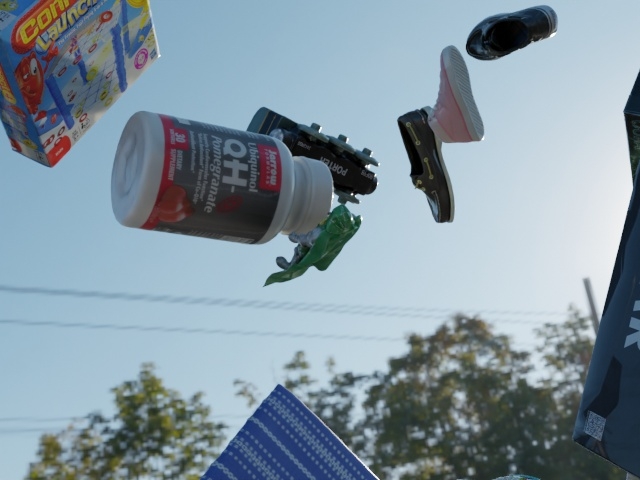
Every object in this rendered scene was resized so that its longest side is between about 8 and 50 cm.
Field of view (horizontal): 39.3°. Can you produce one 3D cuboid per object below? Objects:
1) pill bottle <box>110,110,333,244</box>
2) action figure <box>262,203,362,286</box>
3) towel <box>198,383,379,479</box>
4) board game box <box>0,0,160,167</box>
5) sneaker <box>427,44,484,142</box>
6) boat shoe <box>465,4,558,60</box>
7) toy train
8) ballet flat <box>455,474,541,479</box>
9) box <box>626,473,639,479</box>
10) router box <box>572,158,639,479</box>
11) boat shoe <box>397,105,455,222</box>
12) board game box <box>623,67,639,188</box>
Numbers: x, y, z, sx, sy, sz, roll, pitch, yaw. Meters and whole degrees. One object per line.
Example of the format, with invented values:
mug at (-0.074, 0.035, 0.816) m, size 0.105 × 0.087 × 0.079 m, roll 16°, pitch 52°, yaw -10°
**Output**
pill bottle at (-0.148, -0.087, 1.394) m, size 0.318 × 0.176 × 0.176 m, roll 8°, pitch -30°, yaw -29°
action figure at (0.000, 0.000, 1.286) m, size 0.137 × 0.064 × 0.232 m, roll -28°, pitch -7°, yaw -26°
towel at (-0.041, 0.325, 0.875) m, size 0.040 × 0.243 × 0.336 m, roll -41°, pitch 3°, yaw 39°
board game box at (-0.397, -0.324, 1.422) m, size 0.086 × 0.308 × 0.302 m, roll 26°, pitch -29°, yaw 16°
sneaker at (0.169, -0.190, 1.205) m, size 0.070 × 0.134 × 0.051 m, roll -8°, pitch 23°, yaw 35°
boat shoe at (0.198, -0.224, 0.979) m, size 0.040 × 0.049 × 0.142 m, roll -25°, pitch 9°, yaw -25°
toy train at (-0.015, -0.189, 2.000) m, size 0.334 × 0.190 × 0.142 m, roll 20°, pitch -80°, yaw -46°
ballet flat at (0.246, 0.391, 1.295) m, size 0.077 × 0.091 × 0.241 m, roll -36°, pitch -2°, yaw -27°
box at (0.354, 0.324, 0.952) m, size 0.063 × 0.067 × 0.324 m, roll 17°, pitch -53°, yaw 33°
router box at (0.321, 0.011, 0.610) m, size 0.242 × 0.309 × 0.081 m, roll 9°, pitch 7°, yaw -26°
boat shoe at (0.197, -0.134, 1.681) m, size 0.068 × 0.228 × 0.081 m, roll -18°, pitch 15°, yaw -12°
board game box at (0.274, -0.105, 0.701) m, size 0.026 × 0.126 × 0.186 m, roll 18°, pitch -14°, yaw 27°
